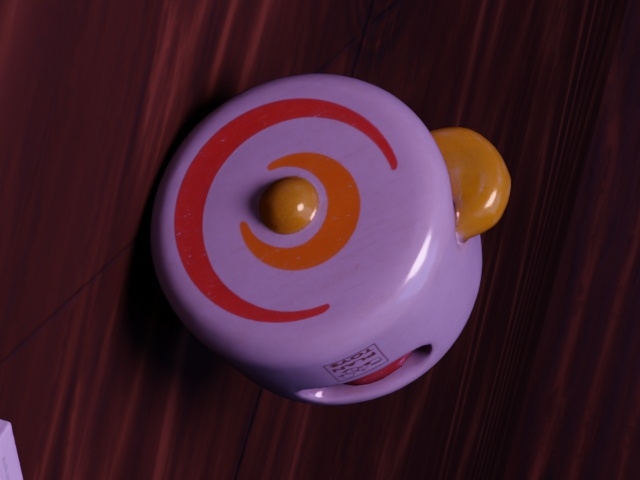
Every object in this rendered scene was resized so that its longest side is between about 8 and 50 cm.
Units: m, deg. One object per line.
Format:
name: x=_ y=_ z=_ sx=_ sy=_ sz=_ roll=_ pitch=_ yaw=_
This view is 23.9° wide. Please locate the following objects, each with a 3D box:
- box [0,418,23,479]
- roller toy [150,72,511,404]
box: x=-0.196 y=0.137 z=0.695 sx=0.102 sy=0.087 sz=0.101 roll=-53 pitch=151 yaw=-44
roller toy: x=0.000 y=0.000 z=0.950 sx=0.191 sy=0.209 sz=0.146 roll=-64 pitch=157 yaw=-11
